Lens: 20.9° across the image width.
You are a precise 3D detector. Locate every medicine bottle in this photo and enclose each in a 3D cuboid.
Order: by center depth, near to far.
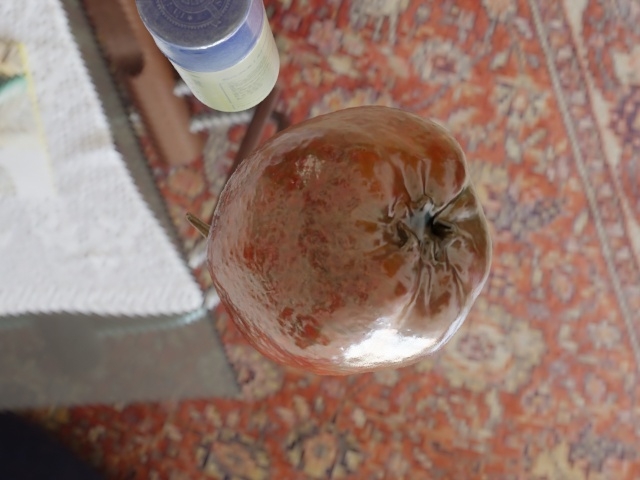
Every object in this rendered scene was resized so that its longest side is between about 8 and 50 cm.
[{"bbox_3d":[-0.056,-0.111,0.923,0.059,0.231,0.059,0,87,2],"label":"medicine bottle"}]

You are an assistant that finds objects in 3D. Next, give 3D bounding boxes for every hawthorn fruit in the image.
[{"bbox_3d":[0.000,0.000,1.359,0.262,0.210,0.210,0,133,46],"label":"hawthorn fruit"}]
